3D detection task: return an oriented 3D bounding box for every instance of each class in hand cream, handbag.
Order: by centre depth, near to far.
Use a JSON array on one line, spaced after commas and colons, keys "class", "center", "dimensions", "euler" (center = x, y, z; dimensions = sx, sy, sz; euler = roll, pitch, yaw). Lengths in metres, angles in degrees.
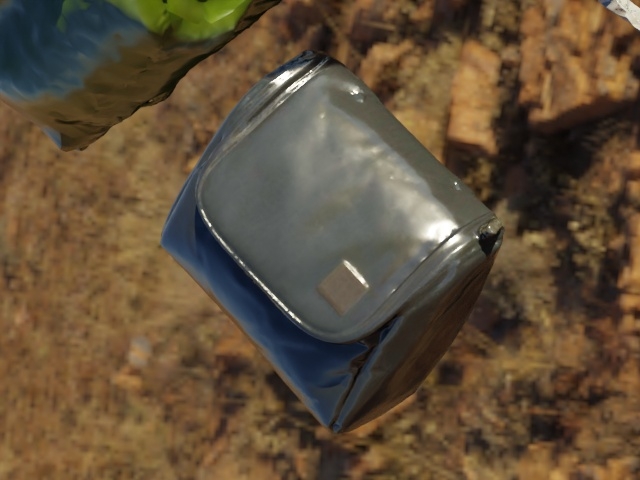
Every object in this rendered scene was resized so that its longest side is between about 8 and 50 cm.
[{"class": "handbag", "center": [-0.003, 0.002, 1.296], "dimensions": [0.302, 0.178, 0.275], "euler": [48, 138, 18]}, {"class": "hand cream", "center": [0.334, -0.306, 1.595], "dimensions": [0.050, 0.257, 0.084], "euler": [-39, 4, 24]}]

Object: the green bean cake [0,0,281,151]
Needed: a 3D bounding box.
[{"class": "green bean cake", "center": [-0.109, -0.247, 0.636], "dimensions": [0.335, 0.319, 0.218], "euler": [-47, 13, -35]}]
